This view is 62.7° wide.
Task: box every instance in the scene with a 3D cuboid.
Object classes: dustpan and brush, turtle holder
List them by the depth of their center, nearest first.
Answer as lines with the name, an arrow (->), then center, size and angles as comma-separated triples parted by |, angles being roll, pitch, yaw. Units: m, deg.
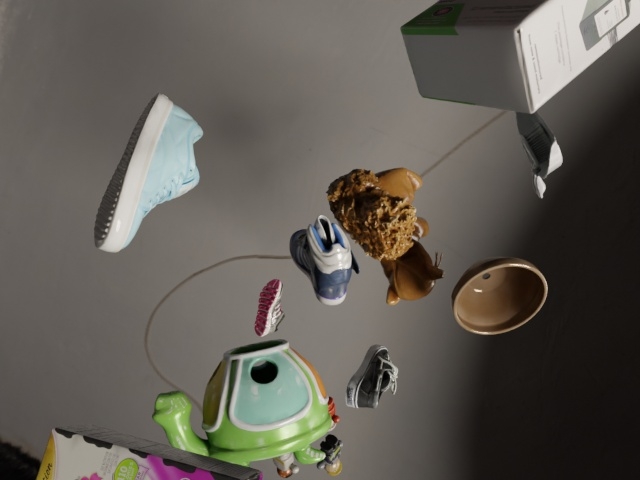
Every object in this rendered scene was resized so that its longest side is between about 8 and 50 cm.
dustpan and brush -> 0.411, -0.154, 0.991 | 0.060, 0.211, 0.147 | -30, 44, 19
turtle holder -> -0.146, 0.334, 1.077 | 0.321, 0.243, 0.227 | -10, 90, 11

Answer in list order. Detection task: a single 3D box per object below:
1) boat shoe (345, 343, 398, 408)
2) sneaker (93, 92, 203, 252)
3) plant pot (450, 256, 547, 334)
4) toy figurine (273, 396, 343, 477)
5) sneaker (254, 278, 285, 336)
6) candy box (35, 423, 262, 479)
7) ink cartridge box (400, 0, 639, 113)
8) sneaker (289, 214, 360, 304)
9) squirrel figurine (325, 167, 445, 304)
boat shoe -> 0.167, 0.386, 1.499 | 0.105, 0.306, 0.113 | 5, 98, 20
sneaker -> -0.302, -0.121, 0.996 | 0.135, 0.150, 0.365 | -30, 41, 45
plant pot -> 0.442, 0.121, 1.347 | 0.238, 0.109, 0.237 | -4, 126, -5
toy figurine -> -0.044, 0.555, 1.481 | 0.213, 0.209, 0.148 | -7, 130, -5
sneaker -> -0.137, 0.195, 1.520 | 0.063, 0.075, 0.170 | 14, 90, 38
candy box -> -0.196, 0.304, 0.563 | 0.234, 0.071, 0.159 | 8, 75, 15
ink cartridge box -> 0.279, -0.297, 0.697 | 0.273, 0.114, 0.198 | -39, 35, -16
sneaker -> 0.000, 0.000, 1.475 | 0.130, 0.322, 0.236 | -10, 130, -16
squirrel figurine -> 0.186, -0.009, 1.489 | 0.281, 0.397, 0.370 | -27, 67, 20
